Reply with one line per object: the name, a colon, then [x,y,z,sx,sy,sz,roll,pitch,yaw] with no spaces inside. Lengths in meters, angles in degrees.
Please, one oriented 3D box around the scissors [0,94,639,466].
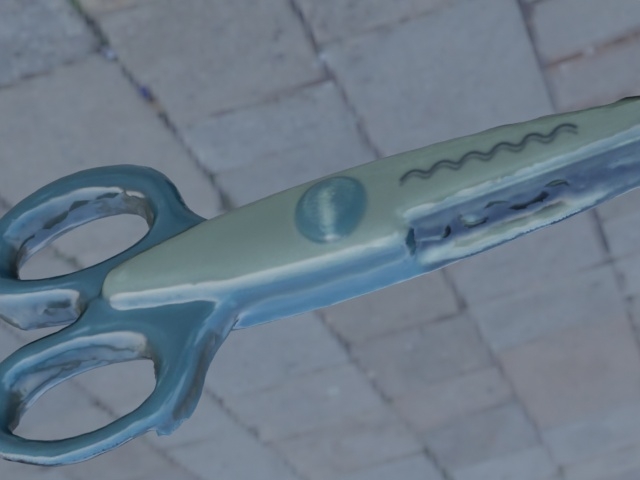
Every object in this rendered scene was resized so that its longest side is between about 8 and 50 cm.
scissors: [0.000,0.000,0.701,0.289,0.138,0.041,-17,136,11]
